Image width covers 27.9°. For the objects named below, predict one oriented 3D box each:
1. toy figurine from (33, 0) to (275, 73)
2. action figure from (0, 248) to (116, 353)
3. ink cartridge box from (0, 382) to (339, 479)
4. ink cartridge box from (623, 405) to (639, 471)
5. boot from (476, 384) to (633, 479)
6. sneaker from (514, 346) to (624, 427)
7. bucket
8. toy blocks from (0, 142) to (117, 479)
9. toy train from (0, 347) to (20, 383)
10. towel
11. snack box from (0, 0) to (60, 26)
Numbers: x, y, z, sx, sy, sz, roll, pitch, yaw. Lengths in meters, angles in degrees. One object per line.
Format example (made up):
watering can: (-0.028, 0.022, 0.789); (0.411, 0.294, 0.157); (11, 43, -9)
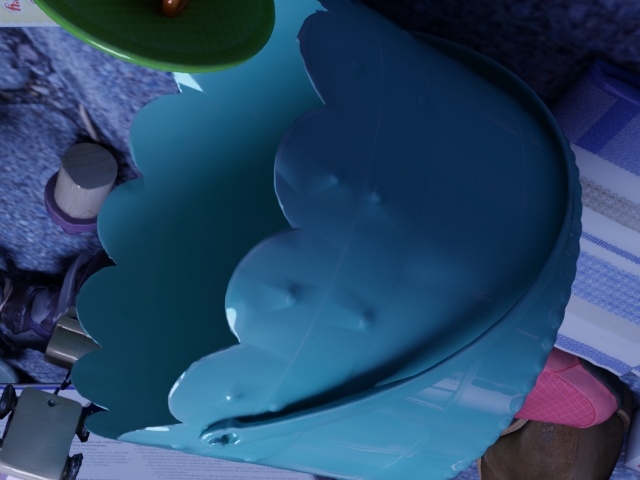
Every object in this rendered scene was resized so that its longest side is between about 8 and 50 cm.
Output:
toy figurine: (-0.043, -0.185, 0.566); (0.130, 0.173, 0.159); (32, 131, 0)
action figure: (-0.224, 0.067, 1.126); (0.185, 0.099, 0.285); (16, 160, -30)
ink cartridge box: (-0.142, 0.207, 1.204); (0.324, 0.071, 0.330); (-2, 136, 21)
ink cartridge box: (0.324, 0.172, 1.059); (0.122, 0.052, 0.088); (22, 152, -6)
boot: (0.197, 0.226, 1.162); (0.112, 0.115, 0.305); (13, 153, 3)
sneaker: (0.074, 0.115, 1.007); (0.314, 0.136, 0.116); (15, 153, 4)
bucket: (0.000, 0.000, 0.715); (0.183, 0.281, 0.281); (20, 153, -24)
toy blocks: (-0.313, 0.060, 0.969); (0.309, 0.288, 0.260); (19, 145, -9)
toy train: (-0.423, 0.179, 1.410); (0.190, 0.142, 0.334); (26, 155, 10)
towel: (0.197, -0.001, 0.845); (0.209, 0.034, 0.285); (24, 149, -8)
snack box: (-0.203, -0.216, 0.599); (0.187, 0.060, 0.322); (-1, 152, -6)
